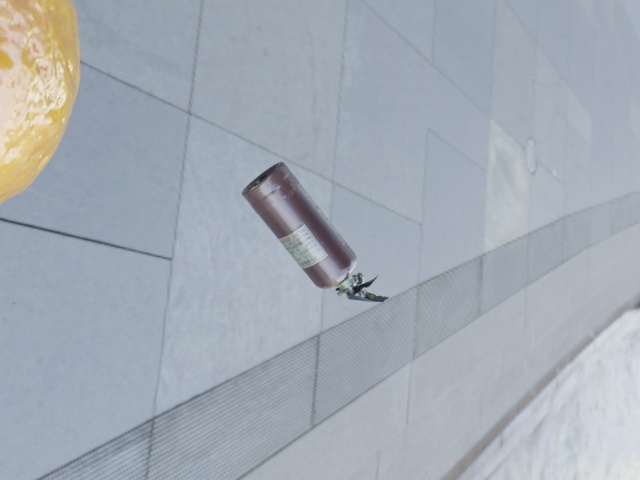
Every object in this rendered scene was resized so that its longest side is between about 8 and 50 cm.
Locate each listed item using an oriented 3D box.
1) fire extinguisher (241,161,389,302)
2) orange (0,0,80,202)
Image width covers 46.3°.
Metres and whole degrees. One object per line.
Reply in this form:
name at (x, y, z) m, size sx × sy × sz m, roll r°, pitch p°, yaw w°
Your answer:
fire extinguisher at (0.000, 0.000, 0.992) m, size 0.231 × 0.099 × 0.071 m, roll 51°, pitch 48°, yaw -11°
orange at (-0.384, -0.161, 0.668) m, size 0.293 × 0.341 × 0.340 m, roll 76°, pitch 30°, yaw -52°
